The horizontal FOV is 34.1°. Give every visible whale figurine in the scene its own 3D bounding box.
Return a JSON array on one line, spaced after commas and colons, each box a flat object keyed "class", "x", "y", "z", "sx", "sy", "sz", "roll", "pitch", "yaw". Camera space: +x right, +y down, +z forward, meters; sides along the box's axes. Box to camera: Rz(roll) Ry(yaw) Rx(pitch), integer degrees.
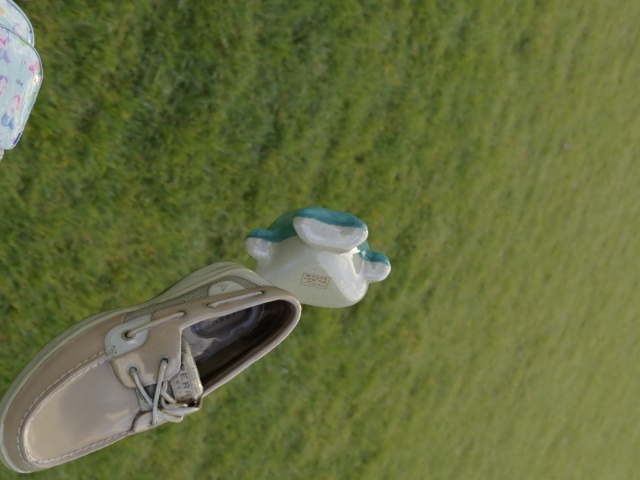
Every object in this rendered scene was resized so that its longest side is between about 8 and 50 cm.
[{"class": "whale figurine", "x": 0.000, "y": 0.000, "z": 1.511, "sx": 0.272, "sy": 0.216, "sz": 0.141, "roll": 108, "pitch": -7, "yaw": -67}]

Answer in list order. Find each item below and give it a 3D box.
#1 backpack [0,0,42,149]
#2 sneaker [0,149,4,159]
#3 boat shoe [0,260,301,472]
[{"class": "backpack", "x": -0.546, "y": -0.269, "z": 1.595, "sx": 0.225, "sy": 0.191, "sz": 0.254, "roll": 43, "pitch": 60, "yaw": -61}, {"class": "sneaker", "x": -0.603, "y": -0.186, "z": 1.812, "sx": 0.053, "sy": 0.061, "sz": 0.152, "roll": -45, "pitch": 161, "yaw": -22}, {"class": "boat shoe", "x": -0.168, "y": 0.126, "z": 1.058, "sx": 0.341, "sy": 0.110, "sz": 0.122, "roll": -34, "pitch": 124, "yaw": -32}]
